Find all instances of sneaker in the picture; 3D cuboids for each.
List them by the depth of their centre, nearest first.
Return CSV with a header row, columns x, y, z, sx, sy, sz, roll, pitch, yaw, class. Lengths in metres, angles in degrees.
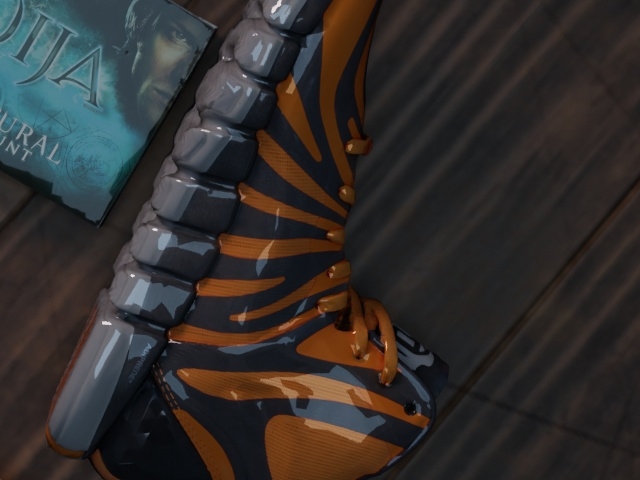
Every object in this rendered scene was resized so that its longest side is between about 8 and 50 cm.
x,y,z,sx,sy,sz,roll,pitch,yaw,class
0.000,0.000,0.904,0.180,0.124,0.321,25,102,-9,sneaker

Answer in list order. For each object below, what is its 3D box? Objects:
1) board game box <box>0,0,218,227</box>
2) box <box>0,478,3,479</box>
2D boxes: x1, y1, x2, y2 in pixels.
x,y,z,sx,sy,sz,roll,pitch,yaw,class
-0.165,-0.107,0.923,0.186,0.026,0.126,30,91,-5,board game box
-0.241,0.108,0.912,0.169,0.059,0.054,36,88,-5,box
